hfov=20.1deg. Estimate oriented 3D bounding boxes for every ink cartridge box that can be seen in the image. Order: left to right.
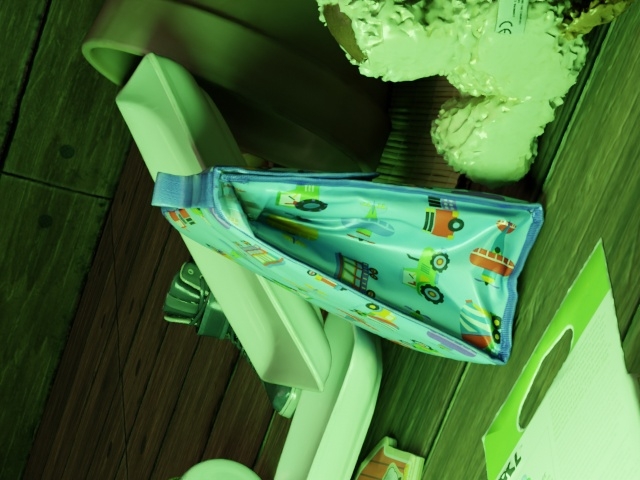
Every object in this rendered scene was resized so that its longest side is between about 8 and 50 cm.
[{"bbox_3d":[0.182,0.150,1.056,0.255,0.097,0.189,-92,21,-53],"label":"ink cartridge box"}]

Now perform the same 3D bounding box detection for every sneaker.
[{"bbox_3d":[-0.095,0.105,2.021,0.226,0.163,0.086,-100,31,-56],"label":"sneaker"}]

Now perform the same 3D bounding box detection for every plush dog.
[{"bbox_3d":[0.130,-0.207,1.447,0.210,0.262,0.225,-32,43,19],"label":"plush dog"}]

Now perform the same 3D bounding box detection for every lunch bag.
[{"bbox_3d":[0.000,0.000,1.494,0.221,0.293,0.138,-178,102,-75],"label":"lunch bag"}]

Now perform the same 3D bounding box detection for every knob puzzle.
[{"bbox_3d":[0.033,0.269,1.631,0.213,0.030,0.213,-165,90,-76],"label":"knob puzzle"}]

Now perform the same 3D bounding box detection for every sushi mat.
[{"bbox_3d":[0.105,-0.117,1.771,0.316,0.019,0.151,-161,85,-76],"label":"sushi mat"}]

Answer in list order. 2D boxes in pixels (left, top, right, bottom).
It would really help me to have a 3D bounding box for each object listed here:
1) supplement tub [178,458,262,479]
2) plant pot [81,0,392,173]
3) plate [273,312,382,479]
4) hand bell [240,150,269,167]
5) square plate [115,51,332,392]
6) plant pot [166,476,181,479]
[{"bbox_3d":[-0.133,0.330,2.024,0.190,0.117,0.117,125,155,-54],"label":"supplement tub"},{"bbox_3d":[-0.042,-0.248,1.848,0.280,0.323,0.323,-67,13,-8],"label":"plant pot"},{"bbox_3d":[0.006,0.180,1.728,0.278,0.045,0.277,-90,17,-72],"label":"plate"},{"bbox_3d":[-0.073,-0.075,2.303,0.242,0.126,0.126,15,90,63],"label":"hand bell"},{"bbox_3d":[-0.093,-0.016,1.779,0.344,0.049,0.347,62,169,-3],"label":"square plate"},{"bbox_3d":[-0.168,0.349,2.239,0.083,0.083,0.079,-97,13,-55],"label":"plant pot"}]
